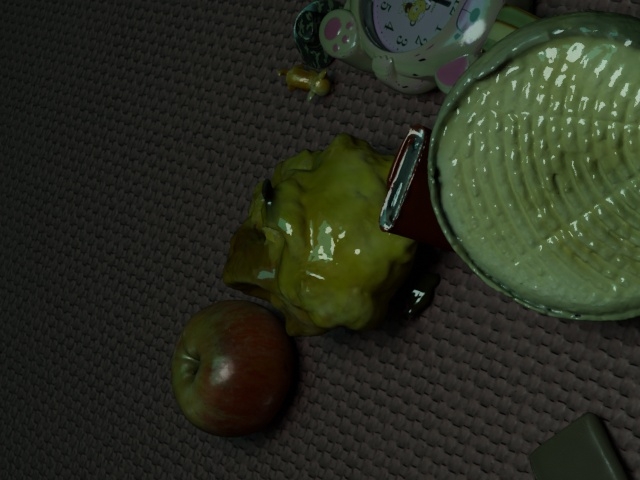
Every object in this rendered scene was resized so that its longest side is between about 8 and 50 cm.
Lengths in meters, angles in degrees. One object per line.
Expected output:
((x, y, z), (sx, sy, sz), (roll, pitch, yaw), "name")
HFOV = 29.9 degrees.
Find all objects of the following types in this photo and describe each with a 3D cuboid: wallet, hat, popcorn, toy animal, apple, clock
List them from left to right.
((-0.133, 0.193, 1.820), (0.209, 0.164, 0.209), (-22, 63, 52), "apple")
((-0.020, -0.253, 1.895), (0.060, 0.081, 0.083), (-64, 26, 7), "toy animal")
((-0.010, -0.336, 1.920), (0.121, 0.050, 0.121), (-10, 74, 40), "hat")
((0.000, 0.000, 1.681), (0.316, 0.281, 0.297), (-28, 43, 22), "popcorn")
((0.163, -0.346, 1.712), (0.309, 0.114, 0.284), (34, 101, 43), "clock")
((0.164, -0.061, 1.566), (0.045, 0.204, 0.142), (25, 97, 42), "wallet")
((0.318, 0.297, 1.439), (0.118, 0.039, 0.153), (-39, 51, 28), "wallet")

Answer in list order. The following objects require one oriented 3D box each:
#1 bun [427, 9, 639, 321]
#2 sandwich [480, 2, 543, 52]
((0.315, -0.092, 1.401), (0.364, 0.202, 0.364), (6, 109, 17), "bun")
((0.305, -0.236, 1.558), (0.163, 0.113, 0.079), (41, 109, 51), "sandwich")
